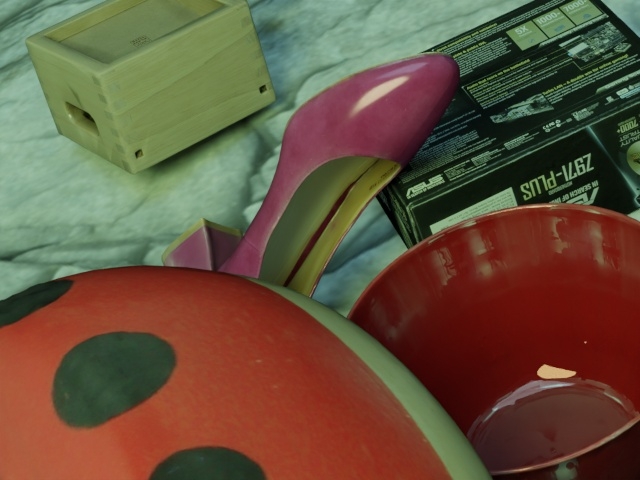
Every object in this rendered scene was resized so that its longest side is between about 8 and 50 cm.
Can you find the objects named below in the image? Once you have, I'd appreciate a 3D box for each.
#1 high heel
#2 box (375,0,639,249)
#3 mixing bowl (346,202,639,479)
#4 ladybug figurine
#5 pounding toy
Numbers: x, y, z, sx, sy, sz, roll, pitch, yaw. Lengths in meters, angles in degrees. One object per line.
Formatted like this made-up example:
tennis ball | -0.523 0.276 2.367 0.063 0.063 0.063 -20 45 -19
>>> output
high heel | 0.000 0.000 0.852 0.244 0.082 0.117 -36 57 27
box | 0.119 -0.067 0.939 0.180 0.077 0.147 -25 38 -3
mixing bowl | 0.106 0.077 0.759 0.181 0.098 0.181 -14 38 11
ladybug figurine | -0.076 0.163 0.635 0.305 0.162 0.449 -49 42 7
pounding toy | -0.108 -0.147 1.150 0.206 0.094 0.181 -30 32 -24
